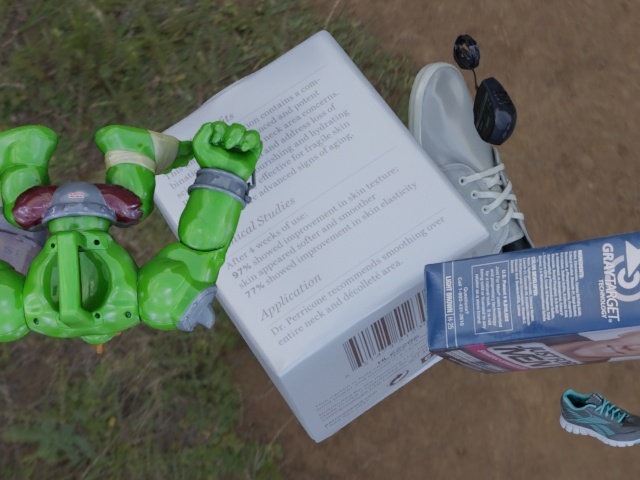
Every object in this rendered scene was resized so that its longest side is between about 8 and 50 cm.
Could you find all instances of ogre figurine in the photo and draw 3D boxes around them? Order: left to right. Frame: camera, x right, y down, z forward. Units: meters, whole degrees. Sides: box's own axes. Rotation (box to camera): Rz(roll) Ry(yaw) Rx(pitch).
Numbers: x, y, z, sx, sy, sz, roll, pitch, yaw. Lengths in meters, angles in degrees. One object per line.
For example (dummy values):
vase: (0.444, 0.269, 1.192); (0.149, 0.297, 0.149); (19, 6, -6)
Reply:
ogre figurine: (-0.132, -0.002, 0.652); (0.197, 0.097, 0.118); (3, 68, -18)

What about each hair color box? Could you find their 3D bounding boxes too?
hair color box: (0.305, 0.069, 1.295); (0.347, 0.174, 0.105); (-10, 71, 29)

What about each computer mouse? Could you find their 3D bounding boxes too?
computer mouse: (0.236, -0.221, 1.711); (0.041, 0.242, 0.071); (1, 134, -13)

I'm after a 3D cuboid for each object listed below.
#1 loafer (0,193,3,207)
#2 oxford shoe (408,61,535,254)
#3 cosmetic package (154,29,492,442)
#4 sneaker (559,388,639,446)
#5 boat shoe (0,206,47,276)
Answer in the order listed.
loafer: (-0.393, -0.020, 1.048); (0.268, 0.102, 0.092); (-23, 109, -26)
oxford shoe: (0.253, -0.068, 1.896); (0.130, 0.169, 0.449); (-2, 107, 50)
cosmetic package: (0.000, 0.000, 1.662); (0.329, 0.327, 0.393); (-33, 65, -6)
sneaker: (0.466, 0.290, 1.980); (0.166, 0.065, 0.076); (6, 128, 38)
boat shoe: (-0.317, 0.004, 0.903); (0.285, 0.092, 0.103); (7, 153, 33)
